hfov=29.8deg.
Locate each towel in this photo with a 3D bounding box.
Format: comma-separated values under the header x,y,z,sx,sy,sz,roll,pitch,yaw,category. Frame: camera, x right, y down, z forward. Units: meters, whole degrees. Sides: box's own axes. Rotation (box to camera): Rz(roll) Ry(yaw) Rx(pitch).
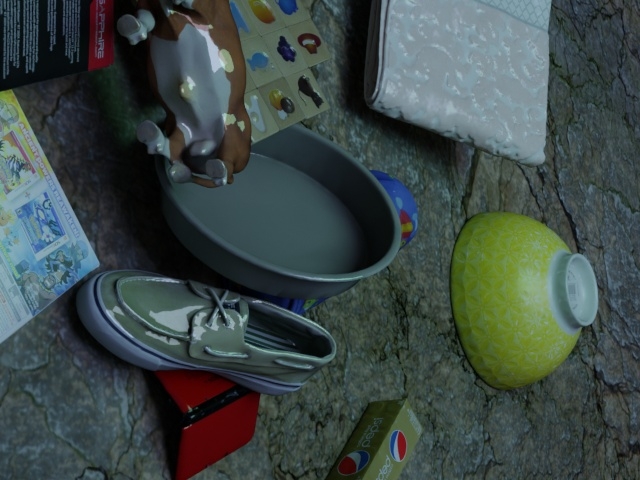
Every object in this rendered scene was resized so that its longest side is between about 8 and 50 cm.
x,y,z,sx,sy,sz,roll,pitch,yaw,category
0.215,-0.296,1.766,0.332,0.053,0.317,16,73,-33,towel

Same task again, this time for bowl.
x,y,z,sx,sy,sz,roll,pitch,yaw,category
0.345,0.087,1.904,0.289,0.156,0.289,17,69,-52,bowl

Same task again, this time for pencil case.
x,y,z,sx,sy,sz,roll,pitch,yaw,category
0.000,0.000,1.485,0.306,0.133,0.119,-30,149,-52,pencil case

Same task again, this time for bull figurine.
x,y,z,sx,sy,sz,roll,pitch,yaw,category
-0.137,-0.196,1.207,0.188,0.101,0.310,-64,140,-70,bull figurine

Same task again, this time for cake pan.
x,y,z,sx,sy,sz,roll,pitch,yaw,category
-0.052,-0.040,1.346,0.293,0.054,0.293,18,35,-13,cake pan

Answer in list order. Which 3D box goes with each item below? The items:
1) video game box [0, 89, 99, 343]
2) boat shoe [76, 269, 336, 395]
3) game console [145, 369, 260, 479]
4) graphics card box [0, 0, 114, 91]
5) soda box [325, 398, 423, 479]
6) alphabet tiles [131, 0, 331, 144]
x,y,z,sx,sy,sz,roll,pitch,yaw,category
-0.317,-0.018,1.119,0.187,0.048,0.205,-43,116,-47,video game box
-0.115,0.087,1.288,0.302,0.094,0.109,20,47,-38,boat shoe
-0.134,0.180,1.350,0.124,0.085,0.144,50,34,12,game console
-0.327,-0.240,1.044,0.371,0.094,0.232,-31,131,-56,graphics card box
0.066,0.286,1.556,0.058,0.061,0.181,62,40,-23,soda box
-0.117,-0.285,1.420,0.285,0.011,0.342,-33,95,-52,alphabet tiles
